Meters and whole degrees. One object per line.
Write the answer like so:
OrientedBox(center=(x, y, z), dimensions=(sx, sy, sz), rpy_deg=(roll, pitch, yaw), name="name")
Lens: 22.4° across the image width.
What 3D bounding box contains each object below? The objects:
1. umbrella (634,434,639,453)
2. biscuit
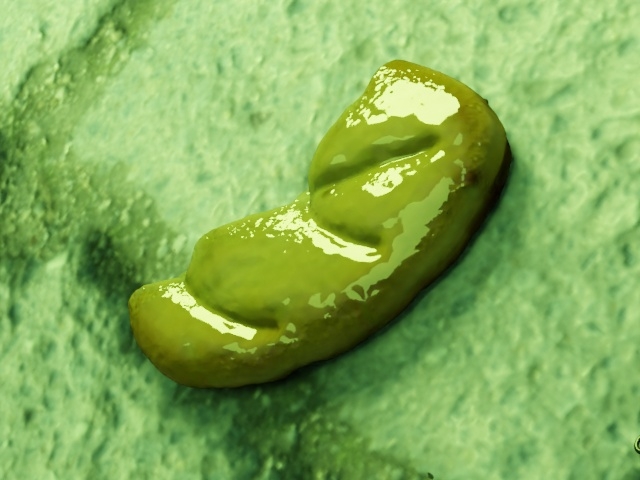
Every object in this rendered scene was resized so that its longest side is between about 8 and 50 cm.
OrientedBox(center=(0.234, 0.091, 0.932), dimensions=(0.122, 0.013, 0.022), rpy_deg=(-36, 31, 15), name="umbrella")
OrientedBox(center=(0.001, 0.004, 1.105), dimensions=(0.299, 0.045, 0.154), rpy_deg=(-42, 53, 8), name="biscuit")
